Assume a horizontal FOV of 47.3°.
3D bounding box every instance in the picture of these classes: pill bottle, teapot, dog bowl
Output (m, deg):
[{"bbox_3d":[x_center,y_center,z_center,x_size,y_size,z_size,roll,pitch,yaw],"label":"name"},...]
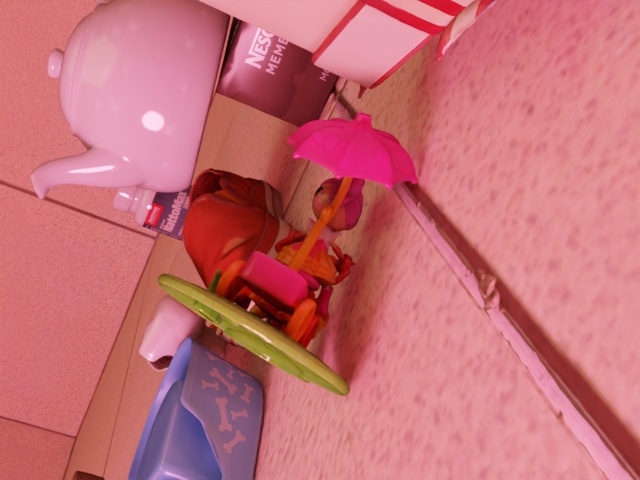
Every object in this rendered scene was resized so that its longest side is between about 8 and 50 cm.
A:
[{"bbox_3d":[-0.293,-0.067,1.383,0.108,0.180,0.108,-159,90,-75],"label":"pill bottle"},{"bbox_3d":[-0.216,-0.189,0.847,0.256,0.187,0.253,-99,25,-66],"label":"teapot"},{"bbox_3d":[-0.111,0.219,0.569,0.166,0.074,0.297,125,159,-43],"label":"dog bowl"}]

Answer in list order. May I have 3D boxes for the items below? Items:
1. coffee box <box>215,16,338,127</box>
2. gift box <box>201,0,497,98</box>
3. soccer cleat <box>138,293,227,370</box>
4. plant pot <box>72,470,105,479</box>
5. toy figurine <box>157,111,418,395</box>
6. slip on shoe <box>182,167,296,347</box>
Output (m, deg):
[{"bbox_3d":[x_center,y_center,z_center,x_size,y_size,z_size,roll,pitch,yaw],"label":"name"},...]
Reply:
[{"bbox_3d":[-0.032,-0.278,0.870,0.297,0.118,0.168,-94,28,-58],"label":"coffee box"},{"bbox_3d":[0.010,-0.228,0.385,0.255,0.258,0.276,166,123,-72],"label":"gift box"},{"bbox_3d":[-0.144,0.103,0.751,0.076,0.068,0.196,-51,-11,-15],"label":"soccer cleat"},{"bbox_3d":[-0.213,0.344,0.673,0.237,0.109,0.237,-162,90,-77],"label":"plant pot"},{"bbox_3d":[0.000,0.000,0.468,0.159,0.130,0.173,-59,-12,-14],"label":"toy figurine"},{"bbox_3d":[-0.091,0.004,0.737,0.123,0.101,0.331,-63,17,16],"label":"slip on shoe"}]
